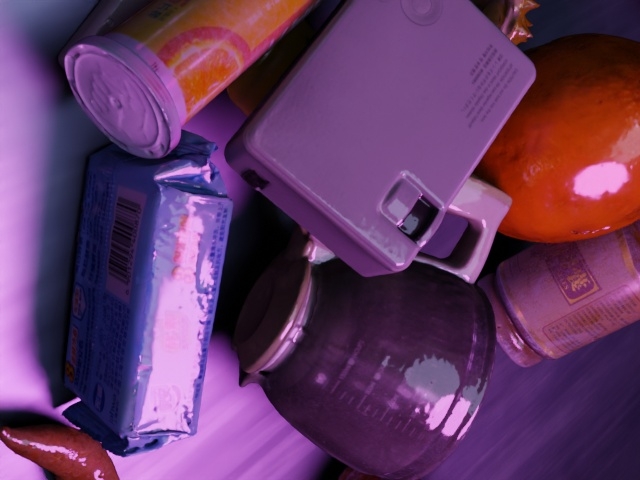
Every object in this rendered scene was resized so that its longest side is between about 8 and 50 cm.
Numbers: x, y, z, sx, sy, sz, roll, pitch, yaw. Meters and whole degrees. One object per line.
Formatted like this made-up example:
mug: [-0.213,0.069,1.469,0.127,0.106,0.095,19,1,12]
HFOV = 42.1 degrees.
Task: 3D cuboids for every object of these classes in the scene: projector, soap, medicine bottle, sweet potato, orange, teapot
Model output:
projector: [0.058,-0.116,0.773,0.192,0.099,0.256,39,72,-12]
soap: [-0.159,0.042,0.738,0.077,0.156,0.293,1,104,-39]
medicine bottle: [-0.036,-0.242,0.745,0.426,0.108,0.108,-49,130,-30]
medicine bottle: [0.021,-0.112,0.897,0.111,0.076,0.309,-55,130,-8]
sweet potato: [-0.221,0.253,0.815,0.067,0.059,0.281,-31,122,-16]
medicine bottle: [0.376,0.038,1.090,0.322,0.151,0.151,-32,137,25]
orange: [0.291,-0.123,0.996,0.284,0.284,0.226,-33,107,-29]
teapot: [0.053,0.081,0.865,0.239,0.239,0.321,27,120,-21]

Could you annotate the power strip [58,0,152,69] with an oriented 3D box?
power strip: [-0.152,-0.201,0.748,0.081,0.035,0.192,44,74,-42]

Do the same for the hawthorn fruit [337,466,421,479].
hawthorn fruit: [0.081,0.368,1.045,0.173,0.173,0.172,-14,112,-37]

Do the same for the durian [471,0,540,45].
durian: [0.141,-0.246,0.917,0.167,0.172,0.306,13,104,-18]
